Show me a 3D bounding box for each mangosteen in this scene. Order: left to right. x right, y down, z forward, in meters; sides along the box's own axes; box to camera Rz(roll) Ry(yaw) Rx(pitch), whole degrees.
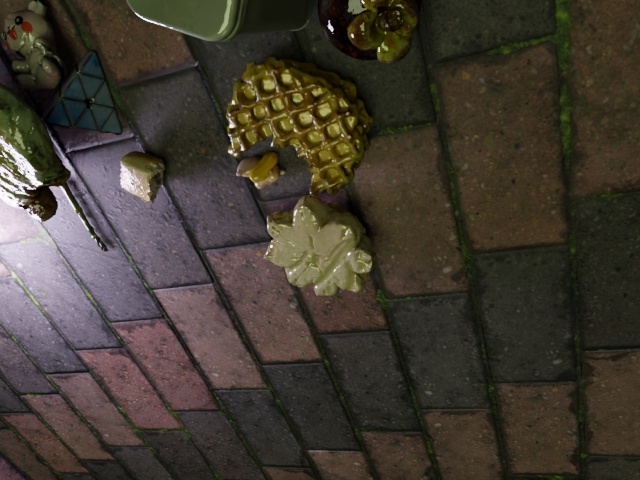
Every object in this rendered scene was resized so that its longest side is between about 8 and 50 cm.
[{"bbox_3d":[0.094,-0.409,0.918,0.192,0.217,0.192,-6,133,-6],"label":"mangosteen"}]

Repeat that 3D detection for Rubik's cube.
[{"bbox_3d":[-0.567,-0.356,1.197,0.211,0.190,0.178,25,112,-10],"label":"Rubik's cube"}]

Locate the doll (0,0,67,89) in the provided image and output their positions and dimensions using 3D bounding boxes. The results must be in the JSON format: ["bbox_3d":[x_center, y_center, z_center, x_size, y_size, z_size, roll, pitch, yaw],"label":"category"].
[{"bbox_3d":[-0.644,-0.438,1.159,0.149,0.095,0.192,-22,92,31],"label":"doll"}]

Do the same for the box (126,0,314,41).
[{"bbox_3d":[-0.107,-0.501,0.779,0.177,0.344,0.352,21,117,12],"label":"box"}]

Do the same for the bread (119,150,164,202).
[{"bbox_3d":[-0.465,-0.173,1.338,0.106,0.082,0.125,31,139,4],"label":"bread"}]

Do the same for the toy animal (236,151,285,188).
[{"bbox_3d":[-0.148,-0.160,1.259,0.114,0.092,0.082,-7,138,18],"label":"toy animal"}]

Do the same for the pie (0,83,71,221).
[{"bbox_3d":[-0.780,-0.259,1.225,0.395,0.181,0.418,35,149,-4],"label":"pie"}]

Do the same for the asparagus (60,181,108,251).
[{"bbox_3d":[-0.700,-0.065,1.516,0.024,0.025,0.249,-30,123,-17],"label":"asparagus"}]

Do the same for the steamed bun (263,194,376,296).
[{"bbox_3d":[0.000,0.000,1.308,0.295,0.137,0.292,-7,125,27],"label":"steamed bun"}]

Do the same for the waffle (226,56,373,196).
[{"bbox_3d":[-0.045,-0.250,1.125,0.323,0.151,0.261,24,132,-5],"label":"waffle"}]
